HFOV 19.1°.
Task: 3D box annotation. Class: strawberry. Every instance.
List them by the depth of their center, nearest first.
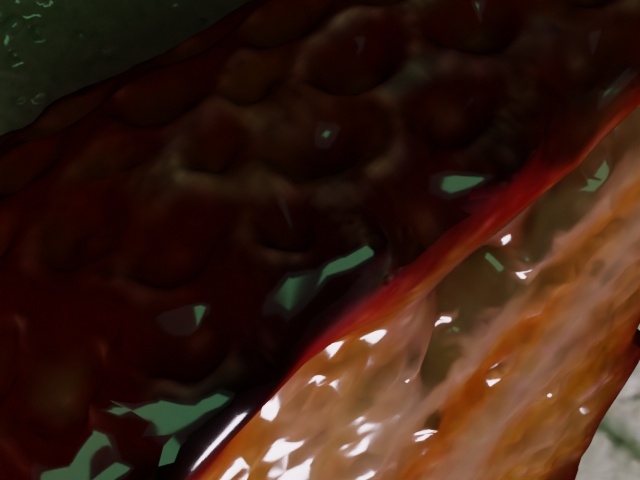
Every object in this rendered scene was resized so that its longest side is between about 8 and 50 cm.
[{"bbox_3d":[-0.014,0.007,0.526,0.253,0.150,0.280,-13,137,-47],"label":"strawberry"}]

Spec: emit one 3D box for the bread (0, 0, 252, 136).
[{"bbox_3d":[-0.121,-0.107,0.567,0.236,0.070,0.236,-1,123,-2],"label":"bread"}]
